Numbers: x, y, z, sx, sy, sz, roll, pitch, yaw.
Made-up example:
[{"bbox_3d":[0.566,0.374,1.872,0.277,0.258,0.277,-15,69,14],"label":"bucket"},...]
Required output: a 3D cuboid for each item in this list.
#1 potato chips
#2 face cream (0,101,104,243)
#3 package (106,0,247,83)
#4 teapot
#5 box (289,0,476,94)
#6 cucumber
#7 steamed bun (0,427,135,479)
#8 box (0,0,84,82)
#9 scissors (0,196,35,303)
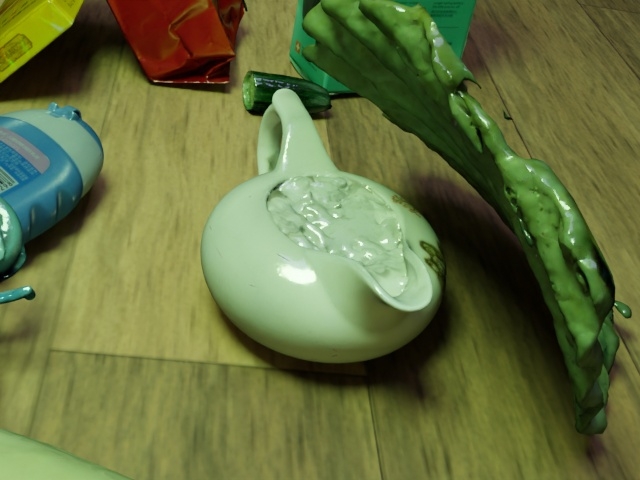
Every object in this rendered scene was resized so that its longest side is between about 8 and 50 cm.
[{"bbox_3d":[0.136,-0.029,0.760,0.389,0.097,0.373,58,11,28],"label":"potato chips"},{"bbox_3d":[-0.292,-0.047,0.789,0.149,0.083,0.264,27,37,16],"label":"face cream"},{"bbox_3d":[-0.206,-0.383,1.061,0.123,0.423,0.196,-17,33,9],"label":"package"},{"bbox_3d":[0.000,0.000,0.769,0.204,0.139,0.298,-10,41,-26],"label":"teapot"},{"bbox_3d":[0.091,-0.341,1.131,0.205,0.311,0.118,-9,38,-28],"label":"box"},{"bbox_3d":[-0.037,-0.170,1.079,0.105,0.048,0.048,4,35,-13],"label":"cucumber"},{"bbox_3d":[-0.157,0.190,0.420,0.226,0.200,0.170,15,42,27],"label":"steamed bun"},{"bbox_3d":[-0.321,-0.269,1.056,0.043,0.152,0.269,49,21,-29],"label":"box"},{"bbox_3d":[-0.395,0.037,0.623,0.393,0.032,0.180,-1,73,-6],"label":"scissors"}]
